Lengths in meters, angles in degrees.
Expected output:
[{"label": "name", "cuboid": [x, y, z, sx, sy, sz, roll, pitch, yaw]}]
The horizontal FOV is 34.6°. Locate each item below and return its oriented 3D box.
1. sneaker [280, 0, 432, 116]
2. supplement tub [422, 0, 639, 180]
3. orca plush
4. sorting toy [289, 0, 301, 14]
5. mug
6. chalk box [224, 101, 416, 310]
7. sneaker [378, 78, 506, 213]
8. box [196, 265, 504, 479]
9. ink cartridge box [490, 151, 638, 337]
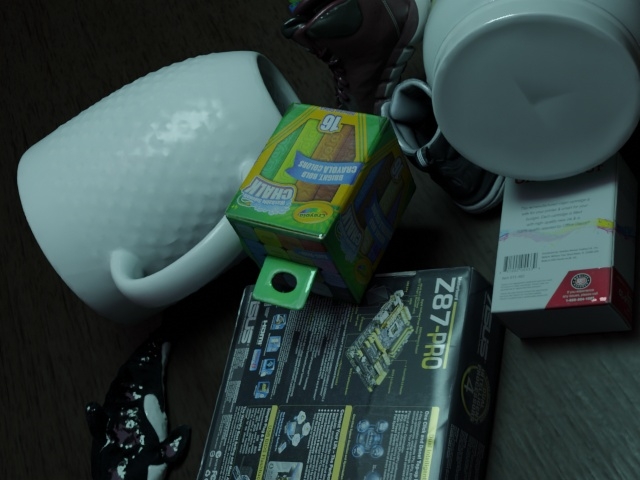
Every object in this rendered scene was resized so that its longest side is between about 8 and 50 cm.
[{"label": "sneaker", "cuboid": [0.017, -0.216, 1.263, 0.106, 0.162, 0.281, -114, 36, -47]}, {"label": "supplement tub", "cuboid": [0.234, -0.242, 1.085, 0.235, 0.235, 0.325, -18, 37, 29]}, {"label": "orca plush", "cuboid": [-0.244, 0.219, 1.307, 0.151, 0.102, 0.287, 0, 63, 38]}, {"label": "sorting toy", "cuboid": [-0.012, -0.348, 1.540, 0.061, 0.042, 0.102, -34, 33, -5]}, {"label": "mug", "cuboid": [-0.168, -0.060, 1.290, 0.328, 0.276, 0.374, -30, 32, 13]}, {"label": "chalk box", "cuboid": [-0.006, -0.024, 1.121, 0.132, 0.132, 0.213, 13, 61, 29]}, {"label": "sneaker", "cuboid": [0.147, -0.171, 1.204, 0.101, 0.153, 0.268, -29, 49, 35]}, {"label": "box", "cuboid": [0.016, 0.228, 1.102, 0.318, 0.097, 0.395, -9, 57, 37]}, {"label": "ink cartridge box", "cuboid": [0.257, 0.005, 1.069, 0.127, 0.072, 0.175, -8, 58, 35]}]
